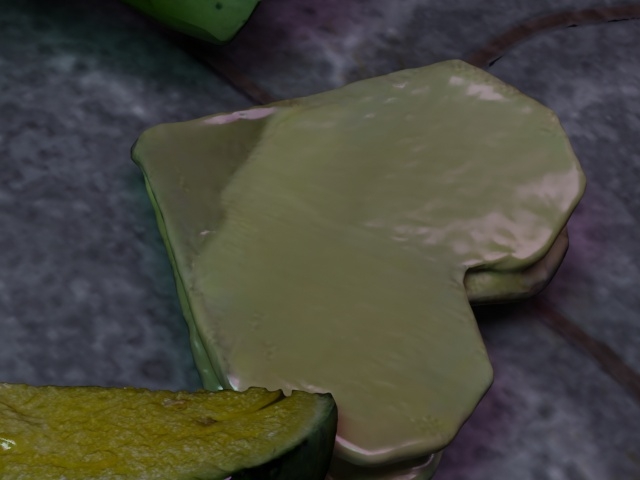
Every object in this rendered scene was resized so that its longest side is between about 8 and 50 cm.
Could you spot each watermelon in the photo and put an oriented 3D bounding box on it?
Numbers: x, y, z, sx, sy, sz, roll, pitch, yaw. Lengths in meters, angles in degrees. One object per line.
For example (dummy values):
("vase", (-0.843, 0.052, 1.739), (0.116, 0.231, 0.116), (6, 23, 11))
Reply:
("watermelon", (-0.084, 0.099, 0.701), (0.181, 0.075, 0.092), (1, 24, -3))

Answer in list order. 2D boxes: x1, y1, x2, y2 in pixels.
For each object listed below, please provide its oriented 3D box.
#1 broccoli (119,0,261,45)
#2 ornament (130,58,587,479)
("broccoli", (-0.082, -0.216, 0.856), (0.245, 0.265, 0.294), (47, 61, -14))
("ornament", (0.000, 0.000, 0.808), (0.180, 0.059, 0.201), (27, 51, 10))
